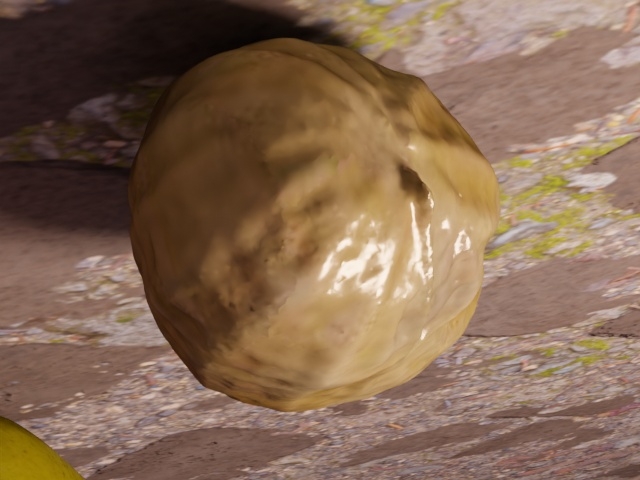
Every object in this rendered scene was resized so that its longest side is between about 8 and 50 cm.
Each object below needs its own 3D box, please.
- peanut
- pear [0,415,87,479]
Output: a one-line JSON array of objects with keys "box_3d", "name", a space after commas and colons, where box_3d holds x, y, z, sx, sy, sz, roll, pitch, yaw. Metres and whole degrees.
[{"box_3d": [-0.006, 0.002, 0.823, 0.174, 0.158, 0.340, -41, 171, -11], "name": "peanut"}, {"box_3d": [-0.292, 0.257, 1.219, 0.294, 0.294, 0.294, -12, 162, -4], "name": "pear"}]
